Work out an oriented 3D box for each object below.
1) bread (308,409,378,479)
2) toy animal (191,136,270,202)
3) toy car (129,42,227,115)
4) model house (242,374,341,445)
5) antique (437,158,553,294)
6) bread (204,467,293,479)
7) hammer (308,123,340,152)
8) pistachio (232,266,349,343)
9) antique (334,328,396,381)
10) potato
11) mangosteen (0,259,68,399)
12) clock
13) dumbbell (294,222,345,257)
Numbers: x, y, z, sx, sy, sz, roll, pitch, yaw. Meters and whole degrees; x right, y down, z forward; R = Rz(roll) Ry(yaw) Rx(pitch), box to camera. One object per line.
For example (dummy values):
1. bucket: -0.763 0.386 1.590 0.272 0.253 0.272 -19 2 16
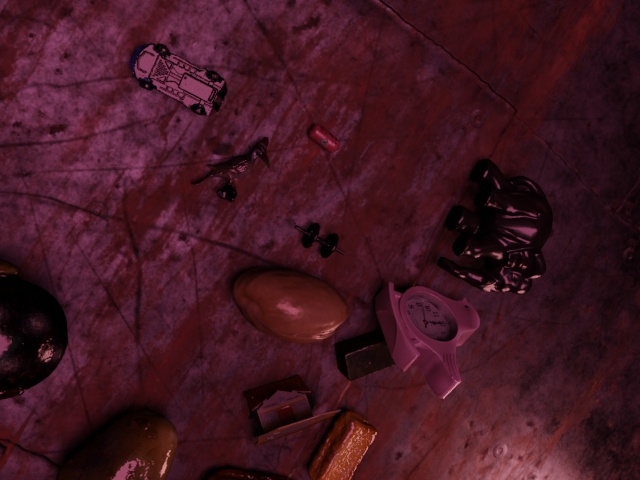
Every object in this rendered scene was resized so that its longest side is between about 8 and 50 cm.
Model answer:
1. bread: 0.055 0.553 1.886 0.114 0.083 0.211 33 89 -28
2. toy animal: -0.192 -0.165 1.656 0.202 0.070 0.105 -43 93 -3
3. toy car: -0.311 -0.352 1.575 0.216 0.063 0.103 25 92 -17
4. model house: -0.079 0.404 1.784 0.219 0.207 0.136 -17 70 -15
5. antique: 0.471 -0.019 1.859 0.255 0.185 0.322 30 87 -21
6. bread: -0.146 0.666 1.838 0.344 0.084 0.124 18 95 -22
7. hammer: 0.009 -0.244 1.722 0.083 0.043 0.043 37 88 -22
8. pistachio: -0.071 0.153 1.718 0.293 0.181 0.162 14 134 -19
9. antique: 0.154 0.285 1.868 0.221 0.080 0.081 -16 107 -17
10. potato: -0.460 0.523 1.638 0.307 0.210 0.173 -46 139 -13
11. mangosteen: -0.659 0.180 1.458 0.288 0.288 0.288 -4 103 -19
12. clock: 0.294 0.251 1.806 0.275 0.290 0.080 10 136 -27
13. dumbbell: 0.000 0.000 1.756 0.147 0.069 0.069 28 91 -23
